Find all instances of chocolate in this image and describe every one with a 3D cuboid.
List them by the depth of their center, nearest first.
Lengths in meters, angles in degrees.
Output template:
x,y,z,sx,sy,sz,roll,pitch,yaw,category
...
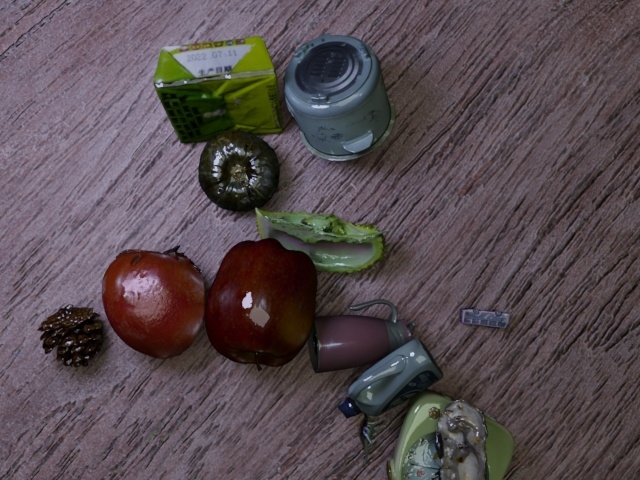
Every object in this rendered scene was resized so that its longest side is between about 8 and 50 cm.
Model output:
x,y,z,sx,sy,sz,roll,pitch,yaw,category
-0.252,-0.381,1.501,0.289,0.301,0.137,-7,74,-3,chocolate

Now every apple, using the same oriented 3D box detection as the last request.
x,y,z,sx,sy,sz,roll,pitch,yaw,category
-0.145,0.162,1.464,0.288,0.288,0.317,11,70,-1,apple

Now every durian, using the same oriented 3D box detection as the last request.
x,y,z,sx,sy,sz,roll,pitch,yaw,category
0.005,0.001,1.536,0.355,0.169,0.157,8,85,4,durian

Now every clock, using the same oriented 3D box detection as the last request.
x,y,z,sx,sy,sz,roll,pitch,yaw,category
0.314,0.591,1.524,0.286,0.117,0.348,26,86,0,clock

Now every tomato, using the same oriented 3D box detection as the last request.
x,y,z,sx,sy,sz,roll,pitch,yaw,category
-0.449,0.151,1.466,0.309,0.170,0.309,-6,77,27,tomato

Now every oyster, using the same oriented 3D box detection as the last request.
x,y,z,sx,sy,sz,roll,pitch,yaw,category
0.343,0.564,1.437,0.128,0.078,0.345,3,88,19,oyster

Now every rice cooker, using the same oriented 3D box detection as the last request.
x,y,z,sx,sy,sz,roll,pitch,yaw,category
0.050,-0.359,1.511,0.264,0.316,0.316,-25,86,4,rice cooker

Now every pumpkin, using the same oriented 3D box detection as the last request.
x,y,z,sx,sy,sz,roll,pitch,yaw,category
-0.217,-0.183,1.551,0.223,0.157,0.224,-1,96,-5,pumpkin

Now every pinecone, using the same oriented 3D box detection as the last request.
x,y,z,sx,sy,sz,roll,pitch,yaw,category
-0.639,0.248,1.511,0.173,0.173,0.173,0,85,-2,pinecone

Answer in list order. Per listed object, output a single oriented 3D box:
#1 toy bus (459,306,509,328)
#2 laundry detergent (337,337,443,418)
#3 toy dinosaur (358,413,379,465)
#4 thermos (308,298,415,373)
x,y,z,sx,sy,sz,roll,pitch,yaw,category
0.449,0.212,1.598,0.130,0.037,0.052,7,87,0,toy bus
0.164,0.367,1.493,0.280,0.215,0.105,-31,59,7,laundry detergent
0.132,0.516,1.566,0.058,0.037,0.180,-3,78,22,toy dinosaur
0.108,0.248,1.534,0.265,0.146,0.176,-5,99,-11,thermos
